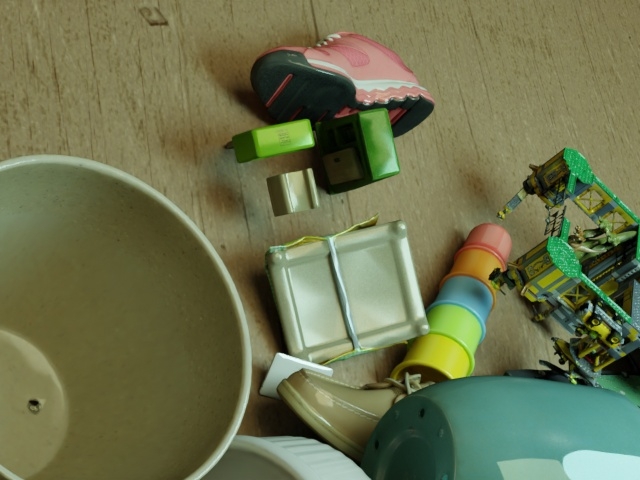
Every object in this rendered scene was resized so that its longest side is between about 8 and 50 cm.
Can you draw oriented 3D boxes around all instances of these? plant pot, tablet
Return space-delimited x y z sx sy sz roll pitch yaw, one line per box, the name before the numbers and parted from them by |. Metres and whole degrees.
plant pot | 0.181 0.273 1.342 0.235 0.293 0.293 17 56 -27
tablet | -0.028 0.166 1.505 0.083 0.006 0.054 20 97 -30

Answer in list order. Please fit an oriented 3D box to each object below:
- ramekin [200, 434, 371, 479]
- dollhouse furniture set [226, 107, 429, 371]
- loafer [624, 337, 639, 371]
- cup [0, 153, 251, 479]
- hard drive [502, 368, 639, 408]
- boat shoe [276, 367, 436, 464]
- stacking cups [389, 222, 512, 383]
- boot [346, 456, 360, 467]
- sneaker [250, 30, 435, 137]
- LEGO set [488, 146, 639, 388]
ramekin | -0.041 0.316 1.259 0.127 0.273 0.273 -9 71 -54
dollhouse furniture set | 0.000 0.000 1.610 0.197 0.151 0.302 -13 92 -22
loafer | 0.513 0.164 1.927 0.267 0.084 0.096 45 43 -9
cup | -0.267 0.119 1.193 0.331 0.237 0.331 21 54 -31
hard drive | 0.416 0.274 1.731 0.339 0.064 0.237 4 35 -38
boat shoe | 0.098 0.206 1.507 0.341 0.110 0.121 26 12 -35
stacking cups | 0.180 0.094 1.700 0.096 0.096 0.316 43 41 -12
boot | 0.051 0.359 1.429 0.176 0.088 0.244 35 40 -19
sneaker | 0.014 -0.225 1.740 0.313 0.116 0.136 7 51 -45
LEGO set | 0.322 0.054 1.747 0.255 0.192 0.331 36 38 -20
